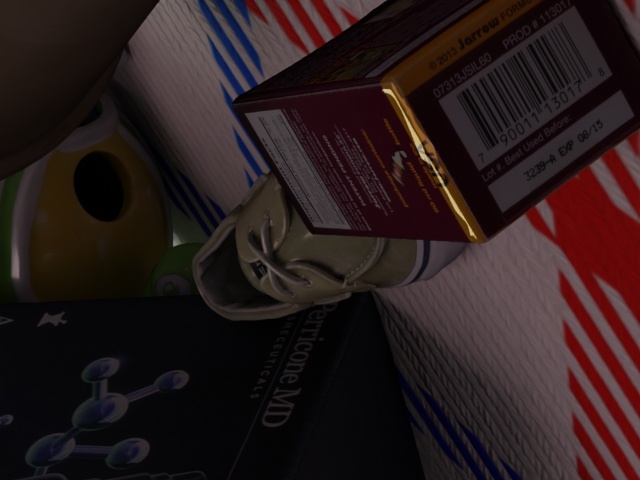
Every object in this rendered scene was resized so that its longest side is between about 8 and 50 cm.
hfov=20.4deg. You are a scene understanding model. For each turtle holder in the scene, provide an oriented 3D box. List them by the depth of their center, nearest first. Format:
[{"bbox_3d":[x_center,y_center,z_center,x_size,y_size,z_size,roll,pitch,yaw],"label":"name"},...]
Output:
[{"bbox_3d":[-0.224,0.001,1.369,0.320,0.243,0.227,53,139,47],"label":"turtle holder"}]

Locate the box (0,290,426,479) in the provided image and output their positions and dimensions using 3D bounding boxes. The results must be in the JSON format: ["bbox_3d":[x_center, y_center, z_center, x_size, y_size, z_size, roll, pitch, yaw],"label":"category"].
[{"bbox_3d":[-0.161,0.204,1.168,0.395,0.293,0.212,-3,123,20],"label":"box"}]

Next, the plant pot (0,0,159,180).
[{"bbox_3d":[-0.195,-0.191,0.924,0.280,0.323,0.323,-15,110,54],"label":"plant pot"}]

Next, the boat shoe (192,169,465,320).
[{"bbox_3d":[0.000,0.000,1.036,0.109,0.094,0.302,55,162,2],"label":"boat shoe"}]

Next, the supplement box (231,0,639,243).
[{"bbox_3d":[0.050,-0.060,0.796,0.081,0.104,0.188,59,162,-13],"label":"supplement box"}]

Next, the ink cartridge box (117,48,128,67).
[{"bbox_3d":[-0.238,-0.187,1.251,0.127,0.128,0.176,40,157,37],"label":"ink cartridge box"}]
